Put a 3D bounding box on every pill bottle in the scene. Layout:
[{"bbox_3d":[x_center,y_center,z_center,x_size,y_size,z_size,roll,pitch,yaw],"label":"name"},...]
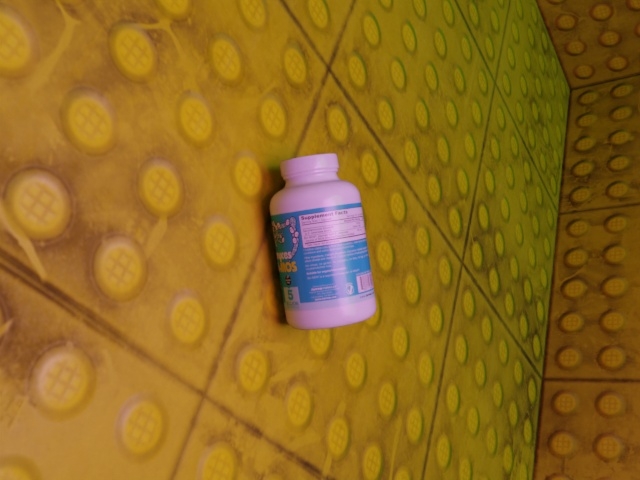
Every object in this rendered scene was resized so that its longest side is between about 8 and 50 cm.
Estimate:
[{"bbox_3d":[0.000,0.000,1.047,0.146,0.146,0.264,-10,92,-55],"label":"pill bottle"}]
